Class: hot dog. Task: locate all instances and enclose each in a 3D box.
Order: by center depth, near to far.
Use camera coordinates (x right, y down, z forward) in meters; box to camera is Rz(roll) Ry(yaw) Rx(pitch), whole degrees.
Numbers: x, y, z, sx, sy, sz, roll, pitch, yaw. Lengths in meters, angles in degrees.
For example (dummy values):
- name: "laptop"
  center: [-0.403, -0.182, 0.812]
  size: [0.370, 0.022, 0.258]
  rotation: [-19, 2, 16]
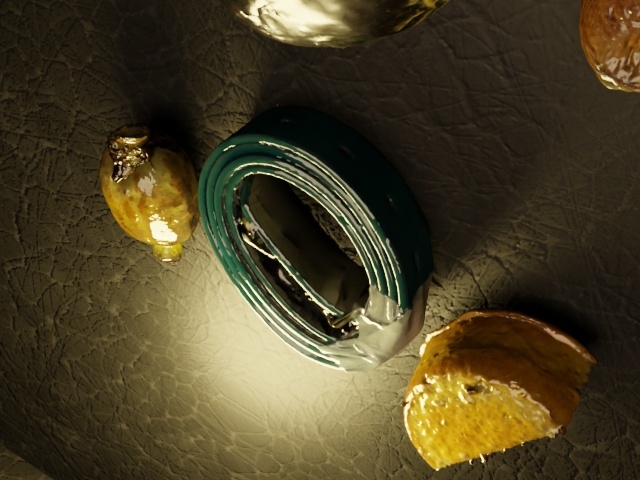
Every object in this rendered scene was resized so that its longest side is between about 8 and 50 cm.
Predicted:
- name: "hot dog"
  center: [0.400, -0.293, 0.900]
  size: [0.196, 0.122, 0.272]
  rotation: [24, 134, 15]

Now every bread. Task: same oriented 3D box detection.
- name: "bread"
  center: [0.248, 0.225, 1.292]
  size: [0.179, 0.194, 0.340]
  rotation: [47, 135, -9]

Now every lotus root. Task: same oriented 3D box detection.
- name: "lotus root"
  center: [-0.294, -0.085, 1.416]
  size: [0.170, 0.141, 0.314]
  rotation: [17, 137, 22]

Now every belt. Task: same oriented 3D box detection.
- name: "belt"
  center: [-0.001, -0.001, 1.288]
  size: [0.300, 0.173, 0.436]
  rotation: [-27, 106, 36]

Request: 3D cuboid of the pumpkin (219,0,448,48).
- name: "pumpkin"
  center: [0.014, -0.428, 0.849]
  size: [0.454, 0.344, 0.454]
  rotation: [41, 137, 54]
